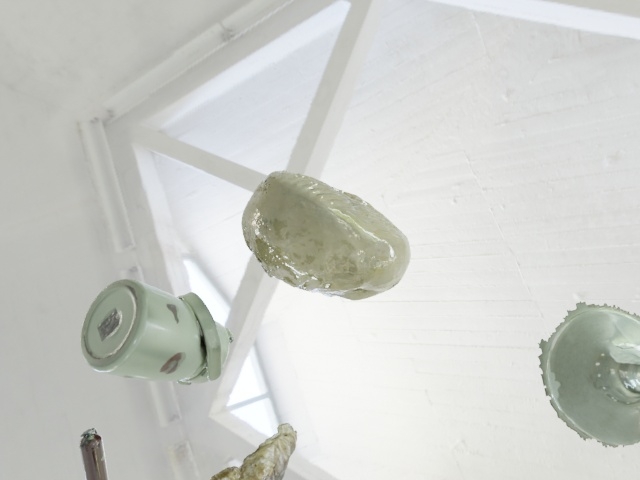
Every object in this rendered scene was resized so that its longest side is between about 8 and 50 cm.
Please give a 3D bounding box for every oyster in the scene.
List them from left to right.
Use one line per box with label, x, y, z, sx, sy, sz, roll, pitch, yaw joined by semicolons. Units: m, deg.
oyster;-0.119;0.487;1.097;0.107;0.233;0.161;21;-81;31

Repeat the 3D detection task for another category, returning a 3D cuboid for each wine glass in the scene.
wine glass;0.290;0.092;0.380;0.144;0.321;0.143;0;-104;-1

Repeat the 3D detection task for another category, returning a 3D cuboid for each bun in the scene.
bun;0.000;0.000;1.074;0.362;0.326;0.234;29;-85;19

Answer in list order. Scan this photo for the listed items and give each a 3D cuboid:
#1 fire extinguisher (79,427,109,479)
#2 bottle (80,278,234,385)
fire extinguisher;-0.441;0.430;1.027;0.043;0.064;0.158;0;-73;0
bottle;-0.345;0.231;1.239;0.229;0.352;0.229;-16;-121;30
